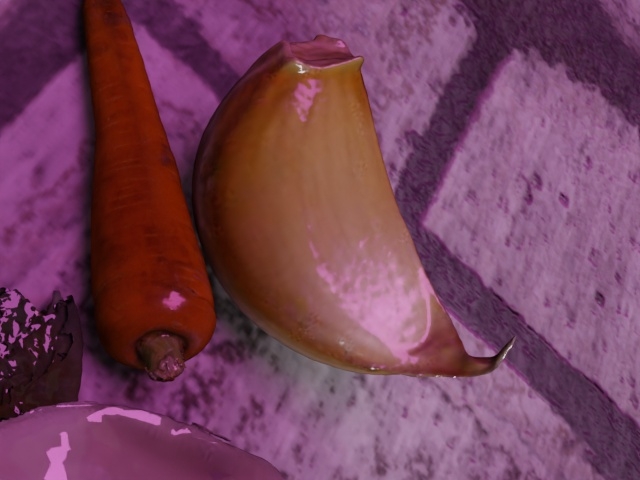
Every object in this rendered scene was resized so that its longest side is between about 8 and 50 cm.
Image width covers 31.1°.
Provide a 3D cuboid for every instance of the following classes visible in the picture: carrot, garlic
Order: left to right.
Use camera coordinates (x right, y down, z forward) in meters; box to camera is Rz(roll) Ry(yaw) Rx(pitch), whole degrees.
[{"bbox_3d":[-0.104,-0.037,0.624,0.061,0.061,0.257,8,54,-37],"label":"carrot"},{"bbox_3d":[0.004,-0.003,0.652,0.207,0.128,0.115,61,2,-2],"label":"garlic"}]

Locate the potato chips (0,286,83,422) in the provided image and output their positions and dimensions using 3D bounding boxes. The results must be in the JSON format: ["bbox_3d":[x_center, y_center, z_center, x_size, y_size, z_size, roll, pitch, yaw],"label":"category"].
[{"bbox_3d":[-0.180,0.088,0.510,0.209,0.026,0.142,-29,86,-44],"label":"potato chips"}]

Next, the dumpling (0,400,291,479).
[{"bbox_3d":[-0.065,0.188,0.467,0.341,0.181,0.260,5,40,-7],"label":"dumpling"}]
